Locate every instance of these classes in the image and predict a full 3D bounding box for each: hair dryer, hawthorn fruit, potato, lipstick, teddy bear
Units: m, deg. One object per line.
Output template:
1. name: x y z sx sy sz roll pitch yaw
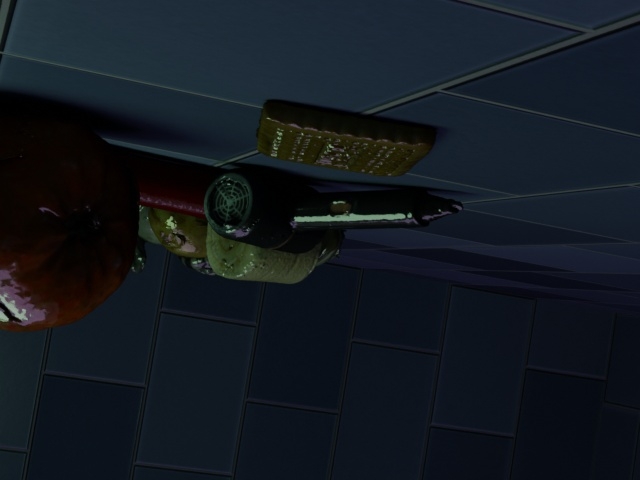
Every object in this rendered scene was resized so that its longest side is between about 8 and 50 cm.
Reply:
1. hair dryer: 0.026 -0.047 1.648 0.352 0.107 0.189 -3 172 33
2. hawthorn fruit: -0.373 -0.043 1.475 0.276 0.276 0.307 13 -171 -43
3. potato: -0.202 -0.037 1.959 0.176 0.137 0.137 23 169 -33
4. lipstick: -0.236 -0.082 1.735 0.241 0.080 0.080 11 176 -28
5. teddy bear: -0.256 -0.018 2.077 0.251 0.171 0.144 13 169 -13

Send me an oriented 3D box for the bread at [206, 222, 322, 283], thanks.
1. bread: -0.089 -0.008 1.888 0.141 0.148 0.134 6 165 -40

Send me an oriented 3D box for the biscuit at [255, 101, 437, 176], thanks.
1. biscuit: 0.018 -0.099 1.240 0.172 0.029 0.254 9 177 -3

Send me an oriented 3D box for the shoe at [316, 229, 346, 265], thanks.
1. shoe: 0.000 0.000 2.289 0.098 0.103 0.275 9 -177 -14
